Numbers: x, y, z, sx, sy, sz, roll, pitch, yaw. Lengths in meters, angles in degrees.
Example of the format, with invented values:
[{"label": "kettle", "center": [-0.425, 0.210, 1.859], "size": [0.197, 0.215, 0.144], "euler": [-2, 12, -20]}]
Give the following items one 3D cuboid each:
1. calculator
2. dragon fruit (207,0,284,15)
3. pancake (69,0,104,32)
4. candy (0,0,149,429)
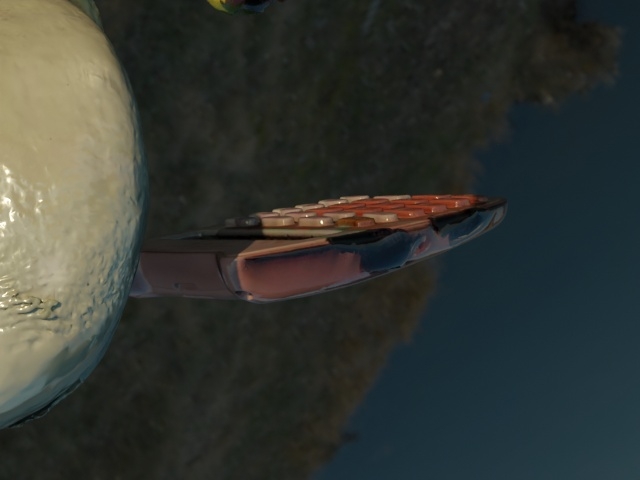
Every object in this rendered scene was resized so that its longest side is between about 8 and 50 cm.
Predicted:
[{"label": "calculator", "center": [0.000, 0.000, 1.227], "size": [0.330, 0.220, 0.048], "euler": [-16, 100, -44]}, {"label": "dragon fruit", "center": [-0.054, -0.233, 1.040], "size": [0.166, 0.160, 0.172], "euler": [-7, 172, 17]}, {"label": "pancake", "center": [-0.308, -0.168, 1.512], "size": [0.049, 0.282, 0.282], "euler": [-38, 163, -55]}, {"label": "candy", "center": [-0.219, -0.023, 0.926], "size": [0.185, 0.295, 0.295], "euler": [17, 121, -44]}]
